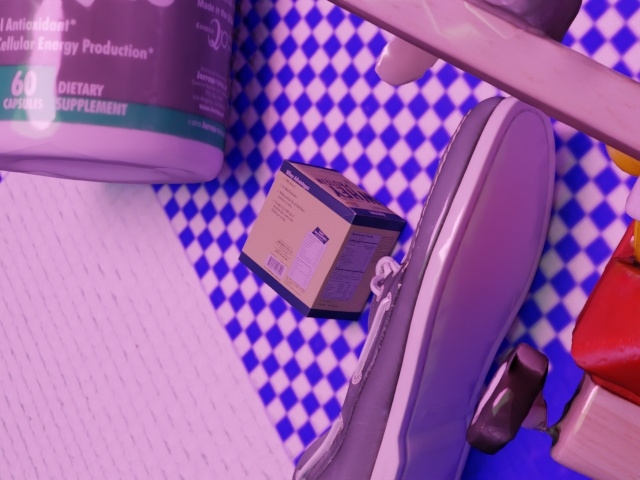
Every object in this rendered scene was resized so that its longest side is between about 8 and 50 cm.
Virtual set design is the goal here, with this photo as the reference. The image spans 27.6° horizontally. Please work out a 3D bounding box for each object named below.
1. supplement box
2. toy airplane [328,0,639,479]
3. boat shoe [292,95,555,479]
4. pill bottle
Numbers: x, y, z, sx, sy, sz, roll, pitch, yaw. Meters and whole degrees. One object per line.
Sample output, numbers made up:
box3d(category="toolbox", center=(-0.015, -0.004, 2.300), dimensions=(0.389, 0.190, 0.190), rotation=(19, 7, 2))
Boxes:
box3d(category="supplement box", center=(0.000, 0.000, 0.924), dimensions=(0.083, 0.056, 0.083), rotation=(38, 110, 37))
box3d(category="toy airplane", center=(0.208, -0.017, 0.540), dimensions=(0.384, 0.386, 0.272), rotation=(14, 70, 47))
box3d(category="boat shoe", center=(0.057, 0.052, 0.830), dimensions=(0.099, 0.116, 0.319), rotation=(26, 107, 36))
box3d(category="pill bottle", center=(-0.163, -0.231, 0.996), dimensions=(0.204, 0.204, 0.361), rotation=(0, 85, 41))
